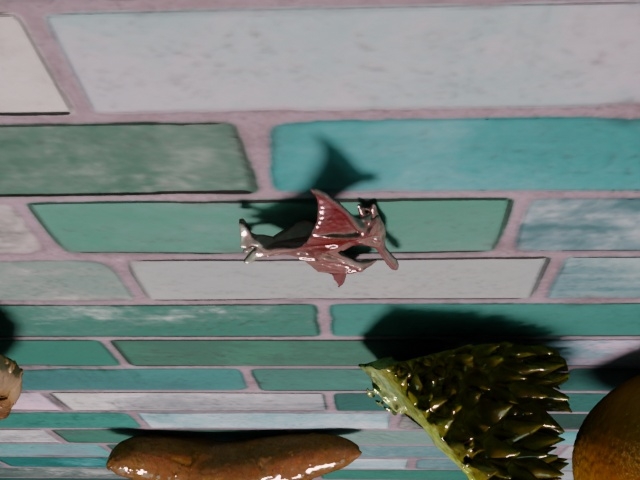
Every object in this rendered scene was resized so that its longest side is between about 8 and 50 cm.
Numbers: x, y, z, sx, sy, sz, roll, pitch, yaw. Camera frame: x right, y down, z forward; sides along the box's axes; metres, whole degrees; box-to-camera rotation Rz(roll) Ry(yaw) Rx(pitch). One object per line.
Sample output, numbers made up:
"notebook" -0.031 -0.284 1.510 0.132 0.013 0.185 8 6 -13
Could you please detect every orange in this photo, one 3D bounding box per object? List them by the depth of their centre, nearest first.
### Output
"orange" 0.363 0.231 0.911 0.236 0.236 0.236 1 156 0

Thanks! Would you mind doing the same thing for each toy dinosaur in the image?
"toy dinosaur" 0.000 0.001 0.634 0.108 0.032 0.220 -4 166 2

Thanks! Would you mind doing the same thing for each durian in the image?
"durian" 0.151 0.200 0.938 0.198 0.163 0.394 -1 162 12

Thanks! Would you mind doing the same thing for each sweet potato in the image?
"sweet potato" -0.113 0.312 1.268 0.342 0.092 0.114 -1 140 4

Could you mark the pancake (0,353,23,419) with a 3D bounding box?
"pancake" -0.451 0.111 0.807 0.382 0.071 0.382 1 162 0
